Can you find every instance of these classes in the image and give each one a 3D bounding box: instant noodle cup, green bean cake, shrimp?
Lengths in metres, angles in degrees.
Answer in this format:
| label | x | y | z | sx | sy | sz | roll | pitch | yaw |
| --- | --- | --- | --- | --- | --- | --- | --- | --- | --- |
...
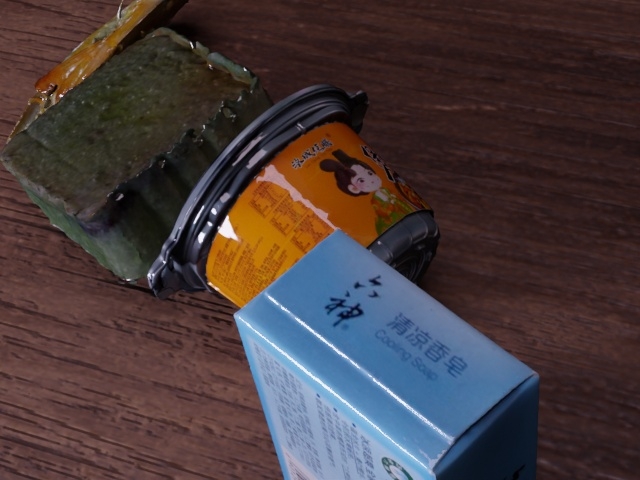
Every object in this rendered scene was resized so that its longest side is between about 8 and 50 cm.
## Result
| label | x | y | z | sx | sy | sz | roll | pitch | yaw |
| --- | --- | --- | --- | --- | --- | --- | --- | --- | --- |
| instant noodle cup | 0.000 | 0.000 | 0.855 | 0.125 | 0.177 | 0.208 | 41 | 83 | 19 |
| green bean cake | -0.127 | -0.064 | 0.941 | 0.173 | 0.094 | 0.181 | -41 | 37 | -15 |
| shrimp | -0.182 | -0.151 | 1.039 | 0.051 | 0.115 | 0.217 | 45 | 75 | -3 |

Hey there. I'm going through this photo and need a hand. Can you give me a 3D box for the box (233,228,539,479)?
| label | x | y | z | sx | sy | sz | roll | pitch | yaw |
| --- | --- | --- | --- | --- | --- | --- | --- | --- | --- |
| box | 0.044 | 0.119 | 0.707 | 0.083 | 0.232 | 0.142 | -39 | 56 | -22 |
